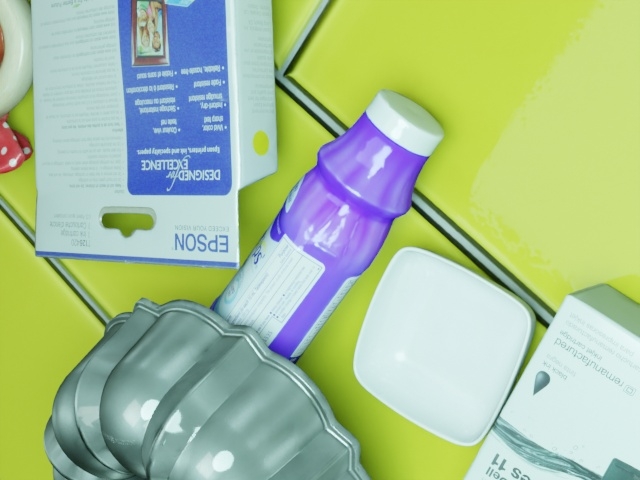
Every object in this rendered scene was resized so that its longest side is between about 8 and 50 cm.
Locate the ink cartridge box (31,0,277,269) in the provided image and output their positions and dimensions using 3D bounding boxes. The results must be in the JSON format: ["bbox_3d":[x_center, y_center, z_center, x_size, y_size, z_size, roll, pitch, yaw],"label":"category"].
[{"bbox_3d":[-0.168,-0.133,1.064,0.304,0.072,0.307,3,97,41],"label":"ink cartridge box"}]

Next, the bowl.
[{"bbox_3d":[0.108,0.086,0.940,0.142,0.053,0.142,29,108,26],"label":"bowl"}]

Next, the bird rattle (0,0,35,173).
[{"bbox_3d":[-0.384,-0.187,1.178,0.207,0.143,0.253,-46,72,24],"label":"bird rattle"}]

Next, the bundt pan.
[{"bbox_3d":[-0.114,0.219,0.972,0.331,0.124,0.330,22,130,28],"label":"bundt pan"}]

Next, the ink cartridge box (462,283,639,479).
[{"bbox_3d":[0.217,0.161,0.857,0.153,0.087,0.208,34,111,26],"label":"ink cartridge box"}]

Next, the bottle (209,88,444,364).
[{"bbox_3d":[0.000,0.000,0.962,0.092,0.118,0.283,33,114,-7],"label":"bottle"}]
